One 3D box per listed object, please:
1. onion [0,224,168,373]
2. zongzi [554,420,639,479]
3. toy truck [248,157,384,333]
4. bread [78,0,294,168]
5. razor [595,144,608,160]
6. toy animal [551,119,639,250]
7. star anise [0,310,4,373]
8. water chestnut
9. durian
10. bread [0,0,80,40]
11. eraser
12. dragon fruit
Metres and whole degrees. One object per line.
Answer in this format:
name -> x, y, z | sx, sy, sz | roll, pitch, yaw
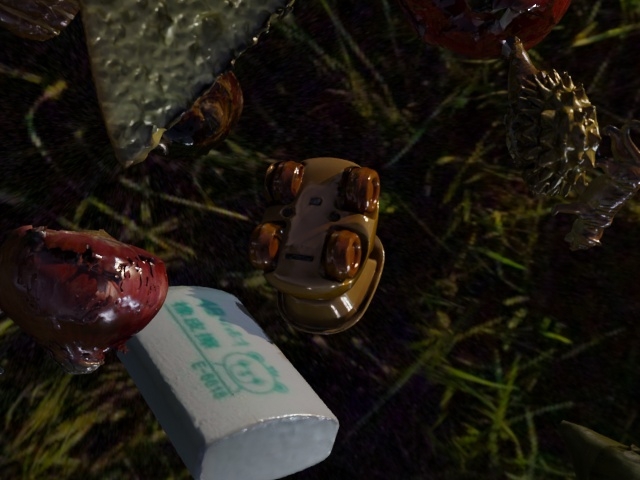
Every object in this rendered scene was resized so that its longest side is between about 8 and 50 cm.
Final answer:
onion -> -0.242, 0.060, 0.998 | 0.184, 0.184, 0.147 | 1, 80, -11
zongzi -> 0.241, 0.287, 0.769 | 0.251, 0.274, 0.125 | -50, 137, -19
toy truck -> 0.000, 0.000, 1.757 | 0.204, 0.212, 0.288 | 6, 63, 19
bread -> -0.068, -0.169, 0.558 | 0.134, 0.129, 0.260 | 40, 115, -13
razor -> 0.430, -0.196, 1.653 | 0.028, 0.044, 0.154 | -44, 107, -35
toy animal -> 0.414, -0.079, 1.454 | 0.099, 0.057, 0.241 | 23, 130, -8
star anise -> -0.536, 0.146, 1.370 | 0.208, 0.063, 0.172 | 18, 101, 6
water chestnut -> -0.262, -0.263, 1.836 | 0.223, 0.238, 0.224 | -6, 103, -27
durian -> 0.274, -0.165, 1.274 | 0.078, 0.140, 0.224 | -8, 70, -35
bread -> -0.572, -0.494, 1.808 | 0.274, 0.114, 0.184 | 30, 134, -33
eraser -> -0.129, 0.171, 1.221 | 0.189, 0.290, 0.104 | 2, 118, -36
dragon fruit -> 0.240, -0.415, 1.444 | 0.295, 0.302, 0.296 | 11, 130, 14
